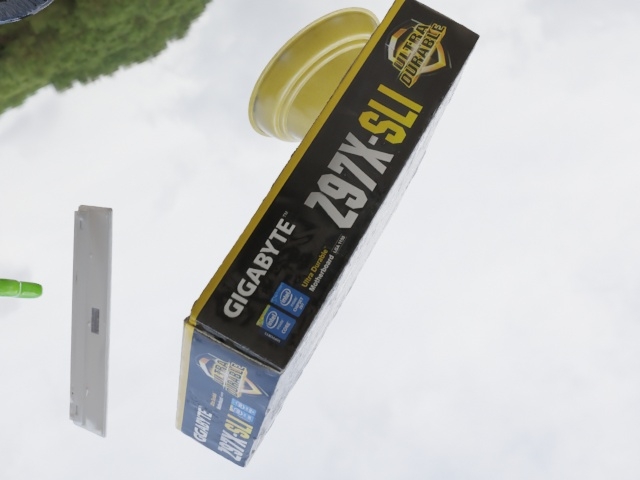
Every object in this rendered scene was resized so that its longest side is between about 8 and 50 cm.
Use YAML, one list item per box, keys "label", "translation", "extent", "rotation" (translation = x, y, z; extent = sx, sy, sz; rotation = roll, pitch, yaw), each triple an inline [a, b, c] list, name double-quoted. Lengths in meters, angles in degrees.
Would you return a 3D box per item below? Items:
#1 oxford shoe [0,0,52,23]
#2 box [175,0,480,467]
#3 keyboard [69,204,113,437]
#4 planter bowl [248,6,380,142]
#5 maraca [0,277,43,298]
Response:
- label: "oxford shoe"
  translation: [-0.270, -0.210, 0.738]
  extent: [0.227, 0.083, 0.096]
  rotation: [-20, -129, 24]
- label: "box"
  translation: [0.000, 0.000, 0.768]
  extent: [0.322, 0.079, 0.257]
  rotation: [-59, 176, -26]
- label: "keyboard"
  translation: [-0.256, 0.089, 1.078]
  extent: [0.072, 0.255, 0.014]
  rotation: [6, -174, 41]
- label: "planter bowl"
  translation: [0.020, -0.186, 1.238]
  extent: [0.217, 0.217, 0.090]
  rotation: [-33, -114, -19]
- label: "maraca"
  translation: [-0.267, 0.024, 0.585]
  extent: [0.186, 0.099, 0.127]
  rotation: [7, 177, -33]
